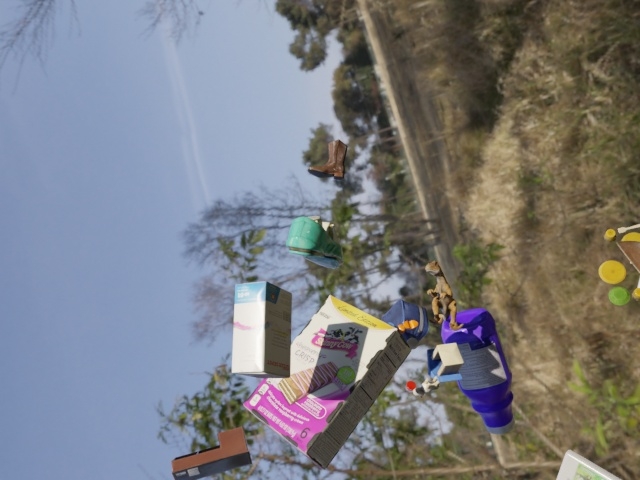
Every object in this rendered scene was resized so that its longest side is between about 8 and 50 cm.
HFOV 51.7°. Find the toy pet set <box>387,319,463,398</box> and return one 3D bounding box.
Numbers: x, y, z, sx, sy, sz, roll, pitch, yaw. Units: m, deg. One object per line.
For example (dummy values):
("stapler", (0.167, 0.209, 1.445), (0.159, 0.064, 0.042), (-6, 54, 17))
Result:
("toy pet set", (0.168, 0.197, 1.080), (0.065, 0.114, 0.122), (104, 157, -50))

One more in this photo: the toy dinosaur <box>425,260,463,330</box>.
("toy dinosaur", (0.245, 0.127, 1.289), (0.211, 0.064, 0.112), (73, -162, -45))

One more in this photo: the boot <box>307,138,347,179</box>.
("boot", (0.020, -0.226, 1.797), (0.037, 0.106, 0.114), (135, 143, -65))

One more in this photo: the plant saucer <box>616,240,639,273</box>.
("plant saucer", (0.491, 0.070, 0.917), (0.198, 0.036, 0.198), (42, -159, -21))

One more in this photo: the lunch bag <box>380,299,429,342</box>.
("lunch bag", (0.156, 0.164, 1.234), (0.065, 0.098, 0.067), (20, -136, -18))

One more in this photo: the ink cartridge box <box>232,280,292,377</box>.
("ink cartridge box", (-0.079, 0.126, 0.908), (0.088, 0.052, 0.122), (37, -131, -63))

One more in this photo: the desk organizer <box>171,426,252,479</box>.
("desk organizer", (-0.186, 0.363, 1.117), (0.047, 0.130, 0.050), (86, 167, -45))

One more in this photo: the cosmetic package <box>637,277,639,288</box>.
("cosmetic package", (1.028, 0.045, 1.691), (0.393, 0.327, 0.329), (13, -85, -63))

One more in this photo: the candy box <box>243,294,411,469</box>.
("candy box", (0.011, 0.217, 1.050), (0.233, 0.159, 0.071), (-50, -46, -17))

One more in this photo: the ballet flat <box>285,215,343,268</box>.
("ballet flat", (0.000, 0.000, 1.288), (0.247, 0.083, 0.087), (31, -110, -73))

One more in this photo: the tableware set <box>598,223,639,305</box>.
("tableware set", (0.581, 0.046, 1.258), (0.024, 0.104, 0.154), (55, -155, -61))

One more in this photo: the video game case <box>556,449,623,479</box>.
("video game case", (0.542, 0.537, 1.261), (0.023, 0.212, 0.193), (-12, -61, -45))

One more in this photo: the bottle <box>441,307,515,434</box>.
("bottle", (0.355, 0.289, 1.439), (0.092, 0.118, 0.283), (-60, -49, -64))
